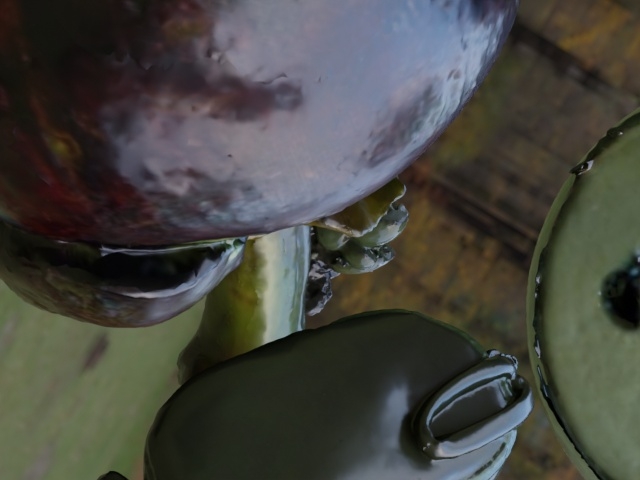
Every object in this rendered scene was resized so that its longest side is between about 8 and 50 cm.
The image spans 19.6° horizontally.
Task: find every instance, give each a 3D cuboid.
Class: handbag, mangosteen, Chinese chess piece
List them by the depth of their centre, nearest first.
[{"bbox_3d":[0.006,0.053,0.456,0.111,0.072,0.047,-23,161,-26],"label":"handbag"},{"bbox_3d":[-0.041,-0.070,0.609,0.231,0.231,0.289,-58,150,-44],"label":"mangosteen"},{"bbox_3d":[0.313,0.051,1.259,0.349,0.349,0.146,-59,164,4],"label":"Chinese chess piece"}]

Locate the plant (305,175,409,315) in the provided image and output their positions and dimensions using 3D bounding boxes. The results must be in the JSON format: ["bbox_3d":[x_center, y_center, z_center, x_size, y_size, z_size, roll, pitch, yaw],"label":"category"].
[{"bbox_3d":[0.000,0.000,1.164,0.174,0.087,0.085,-29,-113,49],"label":"plant"}]
